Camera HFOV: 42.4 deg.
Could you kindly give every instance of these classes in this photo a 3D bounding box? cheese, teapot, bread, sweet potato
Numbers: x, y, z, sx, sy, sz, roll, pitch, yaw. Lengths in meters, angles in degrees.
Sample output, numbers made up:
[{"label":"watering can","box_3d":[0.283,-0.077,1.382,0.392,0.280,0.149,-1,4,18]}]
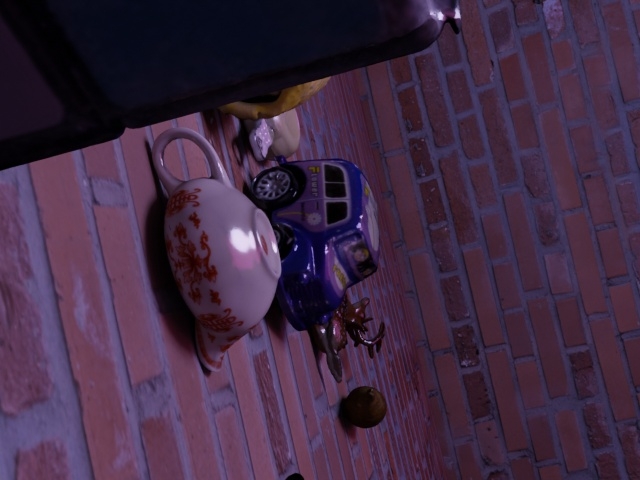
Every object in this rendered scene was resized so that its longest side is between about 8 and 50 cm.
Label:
[{"label":"cheese","box_3d":[-0.079,-0.172,1.224,0.227,0.064,0.137,-82,153,-65]},{"label":"teapot","box_3d":[-0.104,0.003,0.829,0.159,0.116,0.246,-10,81,-68]},{"label":"bread","box_3d":[-0.075,-0.255,1.063,0.170,0.197,0.197,-57,134,-60]},{"label":"sweet potato","box_3d":[0.080,0.295,1.462,0.269,0.074,0.075,76,3,-79]}]

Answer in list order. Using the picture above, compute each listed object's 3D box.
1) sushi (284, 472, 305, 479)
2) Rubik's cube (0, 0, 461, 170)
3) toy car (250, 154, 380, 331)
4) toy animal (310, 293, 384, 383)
[{"label":"sushi","box_3d":[-0.022,0.319,0.975,0.083,0.044,0.046,-82,155,-58]},{"label":"Rubik's cube","box_3d":[-0.138,-0.249,0.359,0.313,0.318,0.316,65,15,-47]},{"label":"toy car","box_3d":[0.000,0.000,1.147,0.172,0.158,0.235,64,23,-50]},{"label":"toy animal","box_3d":[0.025,0.130,1.407,0.243,0.087,0.260,-59,138,-55]}]
